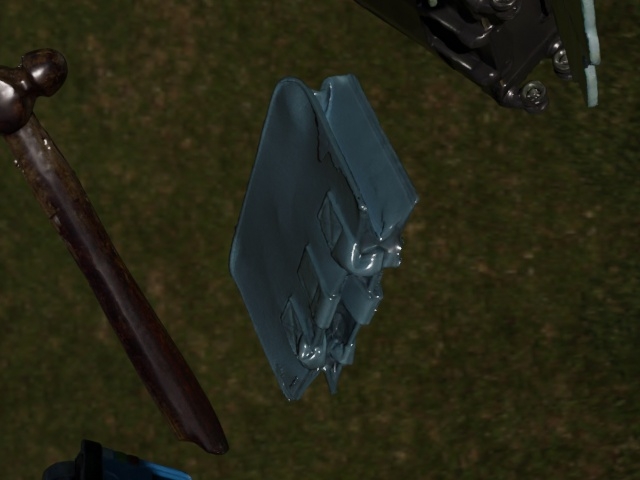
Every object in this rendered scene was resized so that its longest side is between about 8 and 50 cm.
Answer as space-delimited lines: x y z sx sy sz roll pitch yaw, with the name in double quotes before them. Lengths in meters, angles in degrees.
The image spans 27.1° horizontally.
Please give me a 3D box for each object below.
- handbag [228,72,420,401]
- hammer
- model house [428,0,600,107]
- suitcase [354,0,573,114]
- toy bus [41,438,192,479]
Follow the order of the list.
"handbag" 0.000 0.000 1.028 0.229 0.062 0.179 109 147 -44
"hammer" -0.086 0.014 0.510 0.178 0.065 0.021 61 -177 -20
"model house" 0.071 -0.239 0.779 0.313 0.242 0.358 -92 -10 -48
"suitcase" 0.128 -0.363 1.627 0.434 0.283 0.194 37 81 30
"toy bus" -0.162 0.233 0.900 0.185 0.106 0.090 -53 31 29
